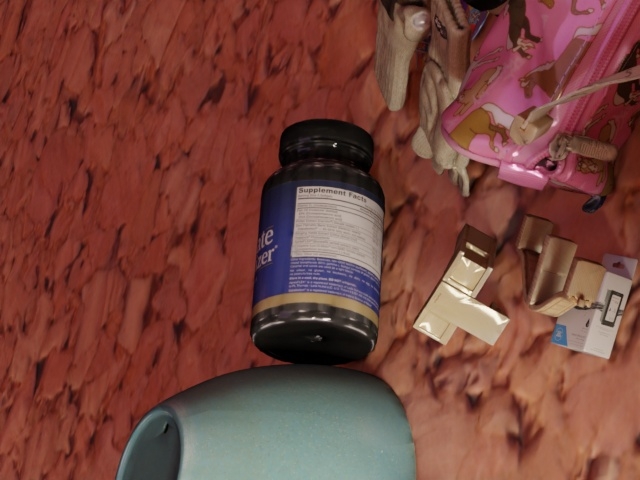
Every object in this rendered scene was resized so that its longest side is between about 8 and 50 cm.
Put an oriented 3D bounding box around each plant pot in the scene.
[{"bbox_3d":[-0.075,0.237,1.750,0.290,0.195,0.290,-38,43,46],"label":"plant pot"}]

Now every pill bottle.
[{"bbox_3d":[0.000,0.000,1.833,0.123,0.122,0.219,-30,49,50],"label":"pill bottle"}]

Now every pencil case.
[{"bbox_3d":[0.243,-0.218,1.505,0.167,0.160,0.386,38,108,35],"label":"pencil case"}]

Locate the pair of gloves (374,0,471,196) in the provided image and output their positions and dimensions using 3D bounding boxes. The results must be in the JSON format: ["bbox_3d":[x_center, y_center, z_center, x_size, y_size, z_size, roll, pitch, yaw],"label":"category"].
[{"bbox_3d":[0.099,-0.179,1.764,0.240,0.042,0.204,-113,20,-49],"label":"pair of gloves"}]

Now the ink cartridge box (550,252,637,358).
[{"bbox_3d":[0.219,0.049,1.523,0.048,0.028,0.083,12,84,61],"label":"ink cartridge box"}]

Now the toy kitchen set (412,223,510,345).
[{"bbox_3d":[0.133,0.046,1.667,0.083,0.068,0.075,-59,3,22],"label":"toy kitchen set"}]

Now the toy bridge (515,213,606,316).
[{"bbox_3d":[0.187,0.028,1.536,0.188,0.026,0.063,-118,44,-76],"label":"toy bridge"}]

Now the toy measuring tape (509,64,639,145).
[{"bbox_3d":[0.293,-0.095,1.354,0.330,0.121,0.121,-22,53,34],"label":"toy measuring tape"}]

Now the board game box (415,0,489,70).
[{"bbox_3d":[0.117,-0.253,1.869,0.133,0.033,0.169,-42,41,42],"label":"board game box"}]

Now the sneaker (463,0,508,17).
[{"bbox_3d":[0.190,-0.298,1.676,0.079,0.121,0.217,33,103,59],"label":"sneaker"}]
